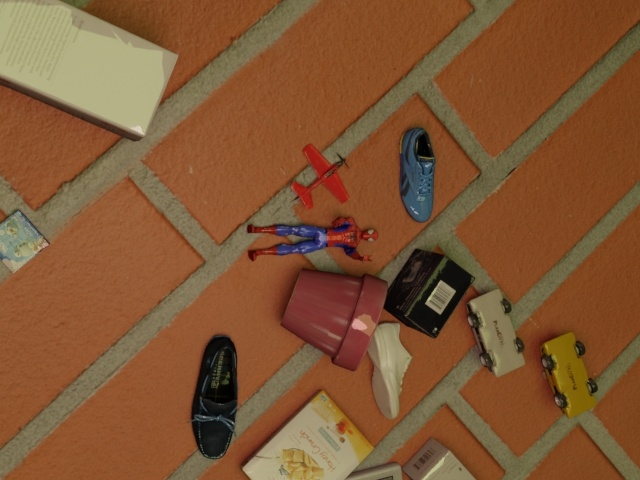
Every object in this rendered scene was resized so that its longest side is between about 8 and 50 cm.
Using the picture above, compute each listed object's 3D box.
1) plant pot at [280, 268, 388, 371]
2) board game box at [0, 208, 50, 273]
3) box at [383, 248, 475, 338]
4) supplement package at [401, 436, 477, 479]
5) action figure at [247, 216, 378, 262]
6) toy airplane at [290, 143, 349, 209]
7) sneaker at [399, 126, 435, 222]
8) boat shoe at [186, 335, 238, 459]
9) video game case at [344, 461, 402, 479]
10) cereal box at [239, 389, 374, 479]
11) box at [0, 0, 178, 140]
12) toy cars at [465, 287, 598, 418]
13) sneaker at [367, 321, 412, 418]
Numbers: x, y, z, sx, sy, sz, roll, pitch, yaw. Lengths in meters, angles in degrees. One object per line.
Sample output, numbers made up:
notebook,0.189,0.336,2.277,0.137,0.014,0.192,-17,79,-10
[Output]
plant pot,0.022,0.148,1.807,0.180,0.201,0.201,20,88,-1
board game box,-0.593,0.002,1.697,0.090,0.020,0.090,-41,104,-8
box,0.225,0.110,1.867,0.093,0.158,0.156,36,84,-16
supplement package,0.287,0.548,1.947,0.105,0.105,0.179,-44,105,-9
action figure,0.000,0.000,1.811,0.280,0.139,0.091,-4,97,-18
toy airplane,-0.004,-0.128,1.851,0.151,0.028,0.151,-2,96,-17
sneaker,0.215,-0.140,1.887,0.069,0.082,0.209,-8,98,-17
boat shoe,-0.221,0.328,1.792,0.109,0.089,0.258,-2,95,-16
video game case,0.041,0.671,1.923,0.329,0.036,0.300,-10,97,-16
cereal box,-0.028,0.461,1.847,0.240,0.047,0.173,-43,93,-19
box,-0.463,-0.328,1.607,0.345,0.215,0.168,23,87,-17
toy cars,0.473,0.257,1.992,0.394,0.087,0.176,30,81,-13
sneaker,0.162,0.284,1.911,0.094,0.080,0.212,-11,96,-27
